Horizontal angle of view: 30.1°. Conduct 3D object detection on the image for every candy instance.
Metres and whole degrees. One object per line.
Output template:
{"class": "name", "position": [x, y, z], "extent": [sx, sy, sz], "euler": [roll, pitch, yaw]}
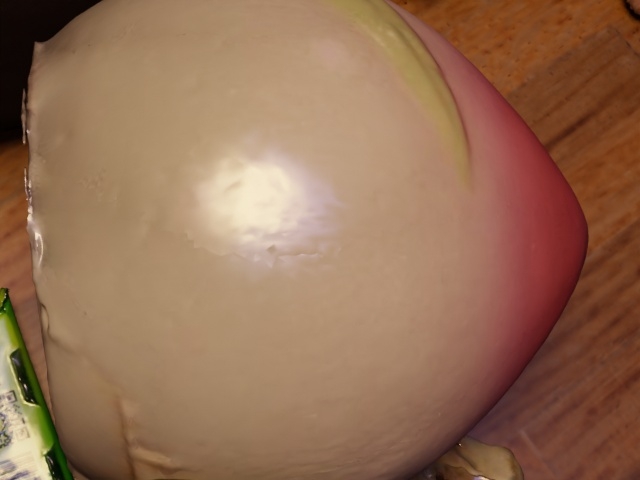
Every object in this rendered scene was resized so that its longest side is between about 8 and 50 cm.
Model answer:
{"class": "candy", "position": [-0.201, 0.124, 0.703], "extent": [0.102, 0.032, 0.178], "euler": [-21, 77, -11]}

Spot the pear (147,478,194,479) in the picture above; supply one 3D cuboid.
{"class": "pear", "position": [-0.058, 0.221, 0.457], "extent": [0.287, 0.375, 0.287], "euler": [19, 39, -16]}

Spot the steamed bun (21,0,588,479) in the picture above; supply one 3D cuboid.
{"class": "steamed bun", "position": [0.000, 0.000, 0.633], "extent": [0.309, 0.309, 0.309], "euler": [2, 72, -7]}

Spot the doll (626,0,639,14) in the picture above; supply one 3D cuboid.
{"class": "doll", "position": [0.313, -0.219, 0.850], "extent": [0.201, 0.156, 0.303], "euler": [-5, 93, 30]}

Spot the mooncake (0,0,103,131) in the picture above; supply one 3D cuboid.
{"class": "mooncake", "position": [-0.139, -0.185, 0.686], "extent": [0.283, 0.283, 0.141], "euler": [-25, 81, -15]}

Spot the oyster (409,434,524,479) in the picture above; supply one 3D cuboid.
{"class": "oyster", "position": [0.090, 0.272, 0.634], "extent": [0.201, 0.107, 0.354], "euler": [6, 70, -32]}
